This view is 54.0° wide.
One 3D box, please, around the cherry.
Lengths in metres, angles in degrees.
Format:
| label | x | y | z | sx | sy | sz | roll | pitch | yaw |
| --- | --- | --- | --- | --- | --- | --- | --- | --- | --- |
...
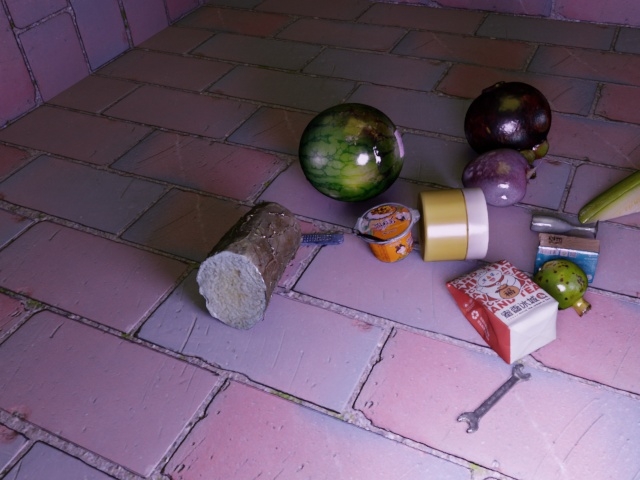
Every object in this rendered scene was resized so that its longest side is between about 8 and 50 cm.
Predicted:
| label | x | y | z | sx | sy | sz | roll | pitch | yaw |
| --- | --- | --- | --- | --- | --- | --- | --- | --- | --- |
| cherry | 0.596 | -0.208 | 2.088 | 0.265 | 0.184 | 0.213 | -2 | 28 | 28 |

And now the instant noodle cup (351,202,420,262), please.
| label | x | y | z | sx | sy | sz | roll | pitch | yaw |
| --- | --- | --- | --- | --- | --- | --- | --- | --- | --- |
| instant noodle cup | 0.211 | -0.012 | 1.919 | 0.208 | 0.126 | 0.178 | -5 | 41 | 21 |

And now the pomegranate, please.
| label | x | y | z | sx | sy | sz | roll | pitch | yaw |
| --- | --- | --- | --- | --- | --- | --- | --- | --- | --- |
| pomegranate | 0.662 | 0.129 | 1.716 | 0.143 | 0.122 | 0.169 | -38 | 55 | 4 |

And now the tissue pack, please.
| label | x | y | z | sx | sy | sz | roll | pitch | yaw |
| --- | --- | --- | --- | --- | --- | --- | --- | --- | --- |
| tissue pack | 0.709 | 0.050 | 1.813 | 0.169 | 0.120 | 0.082 | 7 | 38 | 16 |

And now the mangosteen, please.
| label | x | y | z | sx | sy | sz | roll | pitch | yaw |
| --- | --- | --- | --- | --- | --- | --- | --- | --- | --- |
| mangosteen | 0.683 | -0.393 | 2.264 | 0.305 | 0.360 | 0.306 | -21 | 9 | 3 |

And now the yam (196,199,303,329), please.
| label | x | y | z | sx | sy | sz | roll | pitch | yaw |
| --- | --- | --- | --- | --- | --- | --- | --- | --- | --- |
| yam | -0.192 | 0.055 | 1.821 | 0.240 | 0.241 | 0.348 | 10 | 39 | 17 |

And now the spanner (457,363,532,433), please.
| label | x | y | z | sx | sy | sz | roll | pitch | yaw |
| --- | --- | --- | --- | --- | --- | --- | --- | --- | --- |
| spanner | 0.427 | 0.380 | 1.527 | 0.254 | 0.015 | 0.054 | -32 | 46 | -28 |

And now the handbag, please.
| label | x | y | z | sx | sy | sz | roll | pitch | yaw |
| --- | --- | --- | --- | --- | --- | --- | --- | --- | --- |
| handbag | 0.474 | 0.165 | 1.679 | 0.171 | 0.151 | 0.298 | -24 | 39 | -14 |

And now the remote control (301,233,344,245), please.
| label | x | y | z | sx | sy | sz | roll | pitch | yaw |
| --- | --- | --- | --- | --- | --- | --- | --- | --- | --- |
| remote control | 0.000 | -0.001 | 2.021 | 0.152 | 0.027 | 0.044 | -1 | 46 | 8 |

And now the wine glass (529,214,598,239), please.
| label | x | y | z | sx | sy | sz | roll | pitch | yaw |
| --- | --- | --- | --- | --- | --- | --- | --- | --- | --- |
| wine glass | 0.761 | -0.047 | 1.967 | 0.197 | 0.066 | 0.066 | 8 | 42 | 15 |

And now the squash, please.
| label | x | y | z | sx | sy | sz | roll | pitch | yaw |
| --- | --- | --- | --- | --- | --- | --- | --- | --- | --- |
| squash | 0.986 | -0.122 | 2.060 | 0.288 | 0.203 | 0.111 | -39 | 40 | 14 |

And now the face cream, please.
| label | x | y | z | sx | sy | sz | roll | pitch | yaw |
| --- | --- | --- | --- | --- | --- | --- | --- | --- | --- |
| face cream | 0.391 | -0.047 | 1.884 | 0.179 | 0.218 | 0.218 | -3 | 40 | 3 |

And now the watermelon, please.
| label | x | y | z | sx | sy | sz | roll | pitch | yaw |
| --- | --- | --- | --- | --- | --- | --- | --- | --- | --- |
| watermelon | 0.102 | -0.293 | 2.123 | 0.362 | 0.364 | 0.363 | -3 | 40 | 2 |
